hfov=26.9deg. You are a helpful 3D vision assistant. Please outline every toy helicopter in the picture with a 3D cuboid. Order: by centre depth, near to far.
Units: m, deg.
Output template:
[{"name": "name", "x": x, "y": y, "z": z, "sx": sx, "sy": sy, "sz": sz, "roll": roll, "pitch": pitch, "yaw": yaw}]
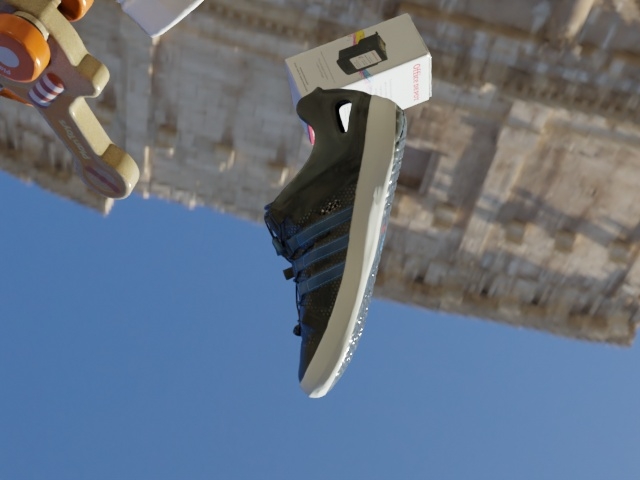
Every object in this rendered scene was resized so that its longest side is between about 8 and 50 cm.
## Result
[{"name": "toy helicopter", "x": -0.348, "y": -0.181, "z": 1.673, "sx": 0.235, "sy": 0.355, "sz": 0.140, "roll": 1, "pitch": -132, "yaw": 32}]

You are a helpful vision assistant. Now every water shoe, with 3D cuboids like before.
[{"name": "water shoe", "x": 0.000, "y": 0.000, "z": 0.886, "sx": 0.080, "sy": 0.073, "sz": 0.203, "roll": 14, "pitch": -88, "yaw": 7}]

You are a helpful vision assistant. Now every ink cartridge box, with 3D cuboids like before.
[{"name": "ink cartridge box", "x": 0.051, "y": -0.211, "z": 1.760, "sx": 0.175, "sy": 0.127, "sz": 0.072, "roll": -22, "pitch": -113, "yaw": -5}]

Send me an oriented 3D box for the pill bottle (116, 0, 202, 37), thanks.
[{"name": "pill bottle", "x": -0.199, "y": -0.326, "z": 1.096, "sx": 0.318, "sy": 0.176, "sz": 0.176, "roll": 48, "pitch": -123, "yaw": -16}]
